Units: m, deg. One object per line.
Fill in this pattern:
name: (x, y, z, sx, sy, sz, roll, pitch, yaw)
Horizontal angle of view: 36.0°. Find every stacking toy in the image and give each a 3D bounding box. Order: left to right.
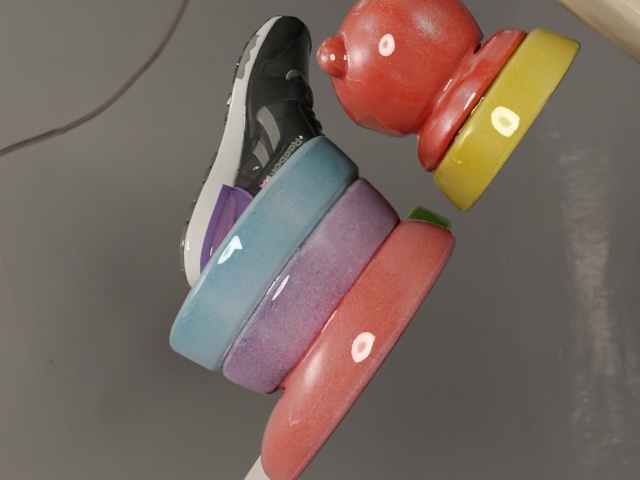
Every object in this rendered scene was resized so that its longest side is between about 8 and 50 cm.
stacking toy: (0.000, 0.000, 0.594, 0.130, 0.279, 0.309, 35, 49, 4)

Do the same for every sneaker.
sneaker: (-0.025, -0.074, 0.902, 0.107, 0.124, 0.283, 68, 34, -64)

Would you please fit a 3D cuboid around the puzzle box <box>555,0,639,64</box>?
puzzle box: (0.324, -0.199, 0.441, 0.409, 0.272, 0.052, -41, 145, 1)
